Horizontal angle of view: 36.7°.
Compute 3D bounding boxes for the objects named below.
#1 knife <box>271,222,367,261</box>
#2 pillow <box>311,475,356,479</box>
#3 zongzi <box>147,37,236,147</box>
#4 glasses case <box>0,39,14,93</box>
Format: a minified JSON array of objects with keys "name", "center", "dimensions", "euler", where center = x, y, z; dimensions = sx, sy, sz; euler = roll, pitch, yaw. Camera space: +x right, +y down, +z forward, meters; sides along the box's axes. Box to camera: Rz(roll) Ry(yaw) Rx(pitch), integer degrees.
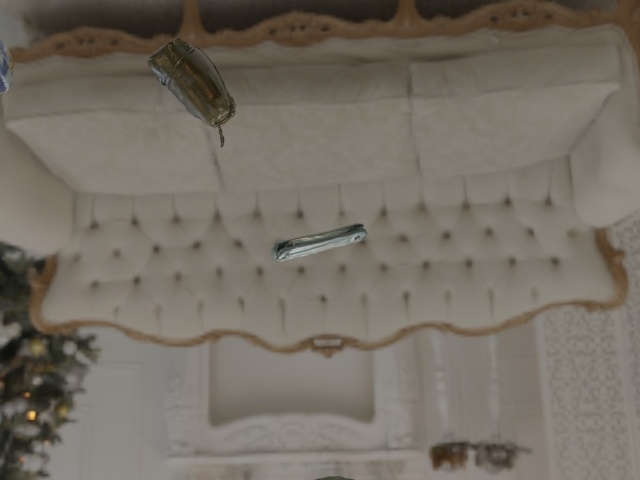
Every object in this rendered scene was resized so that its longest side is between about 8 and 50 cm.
[{"name":"knife","center":[0.000,0.000,1.425],"dimensions":[0.162,0.023,0.044],"euler":[-14,149,-31]},{"name":"pillow","center":[-0.072,0.314,0.772],"dimensions":[0.322,0.255,0.120],"euler":[-16,-159,24]},{"name":"zongzi","center":[-0.182,-0.250,1.606],"dimensions":[0.081,0.189,0.178],"euler":[-42,179,15]},{"name":"glasses case","center":[-0.464,-0.193,1.058],"dimensions":[0.248,0.065,0.087],"euler":[-1,146,6]}]
